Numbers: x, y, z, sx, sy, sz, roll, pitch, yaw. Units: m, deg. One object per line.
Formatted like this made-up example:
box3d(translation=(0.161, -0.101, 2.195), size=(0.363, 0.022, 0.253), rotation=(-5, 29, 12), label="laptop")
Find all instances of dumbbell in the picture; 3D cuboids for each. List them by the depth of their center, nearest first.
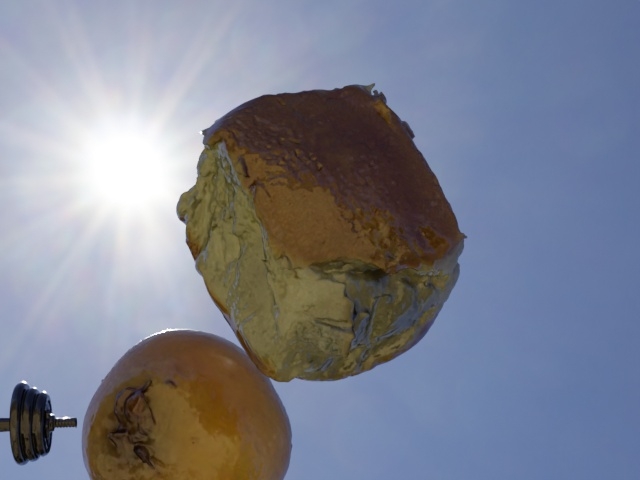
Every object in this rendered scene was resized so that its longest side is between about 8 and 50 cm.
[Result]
box3d(translation=(-0.390, 0.216, 1.405), size=(0.208, 0.099, 0.099), rotation=(-2, -58, -2), label="dumbbell")

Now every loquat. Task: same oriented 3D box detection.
box3d(translation=(-0.179, 0.248, 1.570), size=(0.275, 0.275, 0.275), rotation=(10, -57, 15), label="loquat")

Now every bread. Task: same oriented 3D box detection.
box3d(translation=(0.000, 0.000, 1.303), size=(0.279, 0.250, 0.225), rotation=(58, -35, 22), label="bread")
